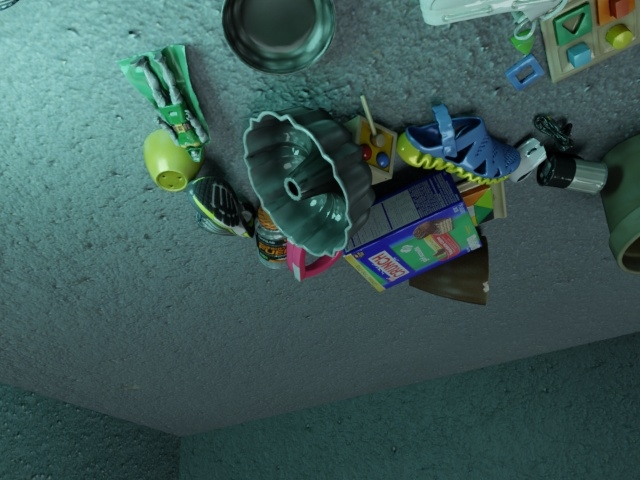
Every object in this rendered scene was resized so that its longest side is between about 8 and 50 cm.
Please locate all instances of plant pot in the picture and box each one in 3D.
[{"bbox_3d":[0.396,0.092,1.440,0.231,0.215,0.215,0,146,13],"label":"plant pot"},{"bbox_3d":[-0.323,-0.165,1.010,0.134,0.095,0.134,-6,144,-4],"label":"plant pot"},{"bbox_3d":[0.857,-0.112,1.158,0.323,0.280,0.323,-6,144,-4],"label":"plant pot"}]

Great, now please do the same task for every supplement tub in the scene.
[{"bbox_3d":[-0.117,-0.017,1.238,0.117,0.117,0.190,-4,144,-5],"label":"supplement tub"}]

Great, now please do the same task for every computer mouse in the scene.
[{"bbox_3d":[0.511,-0.207,1.119,0.042,0.106,0.193,-18,157,-29],"label":"computer mouse"}]

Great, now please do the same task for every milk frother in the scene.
[{"bbox_3d":[0.623,-0.198,1.117,0.135,0.129,0.143,9,150,-3],"label":"milk frother"}]

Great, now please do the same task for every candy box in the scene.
[{"bbox_3d":[0.232,-0.014,1.205,0.317,0.122,0.268,-25,146,16],"label":"candy box"}]

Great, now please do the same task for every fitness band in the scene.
[{"bbox_3d":[0.000,0.000,1.253,0.209,0.054,0.290,-38,154,-26],"label":"fitness band"}]

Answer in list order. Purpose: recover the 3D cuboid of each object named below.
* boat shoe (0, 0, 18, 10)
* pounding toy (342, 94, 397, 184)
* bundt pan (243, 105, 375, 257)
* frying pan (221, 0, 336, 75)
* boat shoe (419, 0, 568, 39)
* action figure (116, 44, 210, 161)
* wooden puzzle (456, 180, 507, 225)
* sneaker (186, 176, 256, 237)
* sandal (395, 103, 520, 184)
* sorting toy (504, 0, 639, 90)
[{"bbox_3d":[-0.592,-0.343,0.707,0.341,0.127,0.158,-1,151,3],"label":"boat shoe"},{"bbox_3d":[0.103,-0.216,1.006,0.130,0.141,0.100,16,166,-30],"label":"pounding toy"},{"bbox_3d":[-0.015,-0.135,0.970,0.124,0.331,0.330,-35,156,-29],"label":"bundt pan"},{"bbox_3d":[-0.097,-0.414,0.749,0.197,0.053,0.326,-19,141,15],"label":"frying pan"},{"bbox_3d":[0.348,-0.418,0.760,0.367,0.135,0.156,-9,144,6],"label":"boat shoe"},{"bbox_3d":[-0.283,-0.253,0.905,0.137,0.063,0.232,-5,136,15],"label":"action figure"},{"bbox_3d":[0.406,-0.085,1.310,0.239,0.044,0.221,-18,144,14],"label":"wooden puzzle"},{"bbox_3d":[-0.255,-0.064,1.110,0.121,0.111,0.300,-6,162,10],"label":"sneaker"},{"bbox_3d":[0.335,-0.220,1.048,0.318,0.126,0.138,6,138,-21],"label":"sandal"},{"bbox_3d":[0.535,-0.406,0.887,0.348,0.047,0.196,-24,142,20],"label":"sorting toy"}]
